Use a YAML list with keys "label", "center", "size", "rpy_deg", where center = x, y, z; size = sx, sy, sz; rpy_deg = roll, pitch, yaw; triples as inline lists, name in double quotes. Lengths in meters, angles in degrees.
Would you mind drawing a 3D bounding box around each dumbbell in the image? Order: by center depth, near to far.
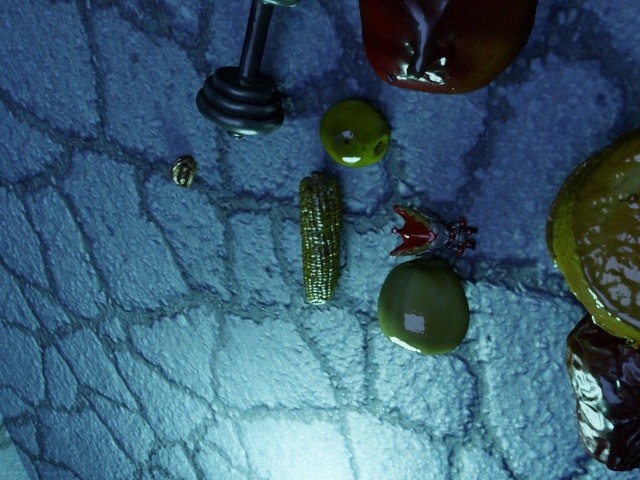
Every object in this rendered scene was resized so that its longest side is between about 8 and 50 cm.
- label: "dumbbell"
  center: [-0.121, -0.374, 1.063]
  size: [0.179, 0.179, 0.406]
  rpy_deg: [27, 125, 13]

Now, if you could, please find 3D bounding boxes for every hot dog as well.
- label: "hot dog"
  center: [-0.324, -0.161, 1.363]
  size: [0.058, 0.035, 0.083]
  rpy_deg: [29, 125, 7]

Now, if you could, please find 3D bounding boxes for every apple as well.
- label: "apple"
  center: [0.204, 0.135, 1.152]
  size: [0.200, 0.200, 0.200]
  rpy_deg: [12, 119, 22]

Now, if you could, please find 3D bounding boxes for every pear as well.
- label: "pear"
  center: [0.059, -0.200, 1.108]
  size: [0.141, 0.104, 0.141]
  rpy_deg: [14, 119, 26]

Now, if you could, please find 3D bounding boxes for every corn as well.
- label: "corn"
  center: [0.000, 0.000, 1.244]
  size: [0.097, 0.097, 0.319]
  rpy_deg: [13, 121, 21]

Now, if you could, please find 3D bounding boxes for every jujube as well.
- label: "jujube"
  center: [0.551, 0.270, 1.041]
  size: [0.216, 0.216, 0.342]
  rpy_deg: [1, 123, 27]

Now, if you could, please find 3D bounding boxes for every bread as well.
- label: "bread"
  center: [0.535, -0.013, 0.841]
  size: [0.358, 0.204, 0.337]
  rpy_deg: [-36, 82, 14]

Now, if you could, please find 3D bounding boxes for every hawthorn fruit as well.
- label: "hawthorn fruit"
  center: [0.182, -0.358, 0.843]
  size: [0.295, 0.311, 0.295]
  rpy_deg: [6, 104, 23]

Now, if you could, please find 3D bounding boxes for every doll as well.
- label: "doll"
  center: [0.224, -0.012, 1.148]
  size: [0.169, 0.057, 0.109]
  rpy_deg: [4, 102, 10]
